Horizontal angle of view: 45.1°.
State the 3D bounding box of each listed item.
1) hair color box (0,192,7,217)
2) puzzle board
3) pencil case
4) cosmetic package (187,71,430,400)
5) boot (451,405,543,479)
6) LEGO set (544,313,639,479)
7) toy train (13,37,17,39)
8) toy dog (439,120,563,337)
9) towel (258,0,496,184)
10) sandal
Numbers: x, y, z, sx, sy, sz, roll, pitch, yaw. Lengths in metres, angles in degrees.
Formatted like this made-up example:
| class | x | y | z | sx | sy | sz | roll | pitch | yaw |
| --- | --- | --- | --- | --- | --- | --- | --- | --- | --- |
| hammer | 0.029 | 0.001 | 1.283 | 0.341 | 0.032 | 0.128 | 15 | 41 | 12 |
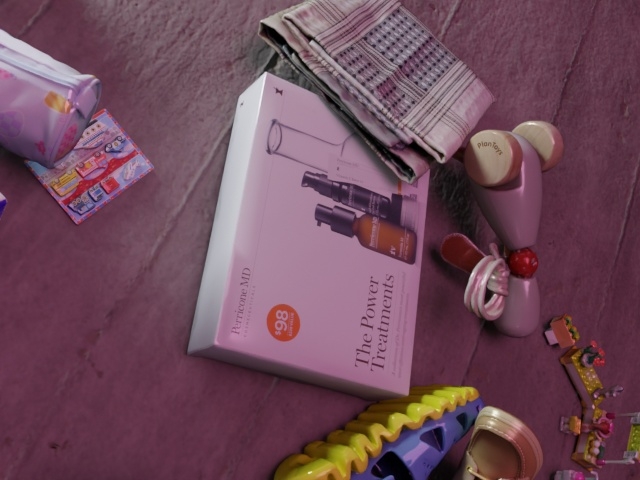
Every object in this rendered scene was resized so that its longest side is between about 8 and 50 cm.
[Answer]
| class | x | y | z | sx | sy | sz | roll | pitch | yaw |
| --- | --- | --- | --- | --- | --- | --- | --- | --- | --- |
| hair color box | -0.476 | -0.011 | 0.667 | 0.185 | 0.110 | 0.339 | 46 | 42 | 4 |
| puzzle board | -0.280 | -0.093 | 0.943 | 0.096 | 0.011 | 0.128 | 52 | 56 | -9 |
| pencil case | -0.372 | -0.186 | 0.818 | 0.273 | 0.124 | 0.113 | 30 | 40 | -10 |
| cosmetic package | 0.000 | 0.000 | 1.040 | 0.284 | 0.097 | 0.377 | 18 | 67 | -24 |
| boot | 0.188 | 0.348 | 0.989 | 0.095 | 0.262 | 0.203 | 30 | 56 | 26 |
| LEGO set | 0.446 | 0.257 | 1.234 | 0.132 | 0.107 | 0.287 | 13 | 70 | -29 |
| toy train | -0.383 | -0.169 | 0.893 | 0.036 | 0.027 | 0.158 | 16 | 68 | -16 |
| toy dog | 0.259 | -0.031 | 1.185 | 0.220 | 0.161 | 0.333 | 18 | 83 | -44 |
| towel | 0.103 | -0.258 | 1.133 | 0.312 | 0.056 | 0.324 | 45 | 43 | 0 |
| sandal | 0.092 | 0.290 | 1.007 | 0.317 | 0.126 | 0.138 | -24 | 94 | -27 |
